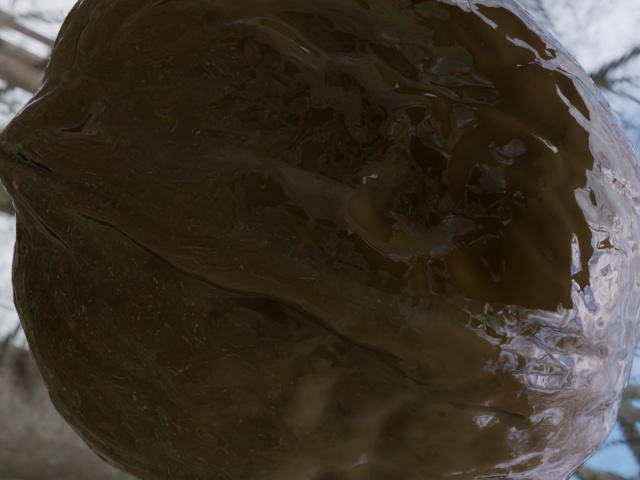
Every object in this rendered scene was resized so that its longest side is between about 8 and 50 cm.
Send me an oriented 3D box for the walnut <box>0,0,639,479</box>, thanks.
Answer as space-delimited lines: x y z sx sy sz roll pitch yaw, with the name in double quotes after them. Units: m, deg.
0.000 0.000 0.873 0.252 0.313 0.277 -77 -174 -56 "walnut"
